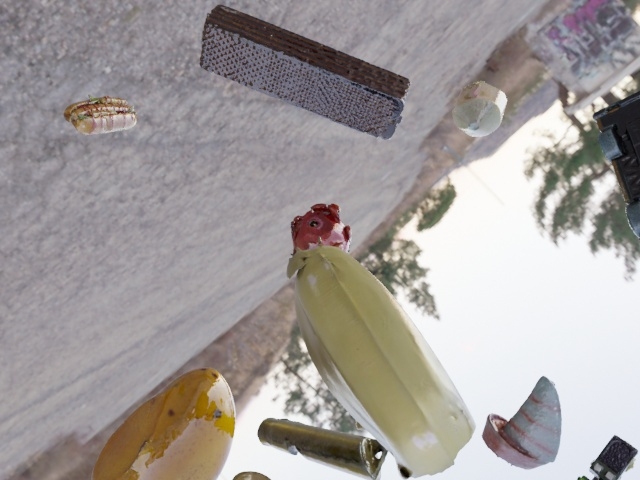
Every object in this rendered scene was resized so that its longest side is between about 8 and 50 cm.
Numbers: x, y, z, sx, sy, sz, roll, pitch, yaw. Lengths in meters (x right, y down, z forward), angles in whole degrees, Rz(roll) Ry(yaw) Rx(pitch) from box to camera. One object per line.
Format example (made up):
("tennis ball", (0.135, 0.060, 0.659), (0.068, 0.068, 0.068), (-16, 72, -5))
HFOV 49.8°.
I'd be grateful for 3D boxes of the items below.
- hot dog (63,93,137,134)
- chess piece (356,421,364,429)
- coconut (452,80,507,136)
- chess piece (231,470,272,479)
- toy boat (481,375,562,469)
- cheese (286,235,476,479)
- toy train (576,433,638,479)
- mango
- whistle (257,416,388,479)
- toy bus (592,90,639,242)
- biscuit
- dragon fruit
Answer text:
("hot dog", (-0.563, -0.334, 1.807), (0.076, 0.104, 0.250), (-46, 173, 27))
("chess piece", (0.120, 0.337, 1.605), (0.090, 0.200, 0.090), (0, 166, 0))
("coconut", (0.368, -0.302, 1.607), (0.116, 0.116, 0.122), (-44, -164, 47))
("chess piece", (-0.078, 0.300, 0.705), (0.066, 0.066, 0.122), (-39, 148, -68))
("toy boat", (0.569, 0.485, 1.851), (0.096, 0.206, 0.282), (-27, 146, -56))
("cheese", (0.063, 0.134, 0.840), (0.128, 0.315, 0.259), (-32, 160, -12))
("toy train", (0.492, 0.433, 1.230), (0.202, 0.060, 0.081), (-46, 146, -13))
("mango", (-0.244, 0.345, 1.153), (0.290, 0.191, 0.160), (-55, -141, -2))
("whistle", (0.000, 0.357, 1.208), (0.326, 0.057, 0.068), (-7, -129, 52))
("toy bus", (0.332, -0.047, 0.643), (0.091, 0.182, 0.103), (-26, 146, 32))
("biscuit", (-0.028, -0.301, 1.248), (0.107, 0.389, 0.073), (112, 0, -52))
("dragon fruit", (-0.002, -0.005, 1.183), (0.068, 0.112, 0.126), (84, 26, -76))
